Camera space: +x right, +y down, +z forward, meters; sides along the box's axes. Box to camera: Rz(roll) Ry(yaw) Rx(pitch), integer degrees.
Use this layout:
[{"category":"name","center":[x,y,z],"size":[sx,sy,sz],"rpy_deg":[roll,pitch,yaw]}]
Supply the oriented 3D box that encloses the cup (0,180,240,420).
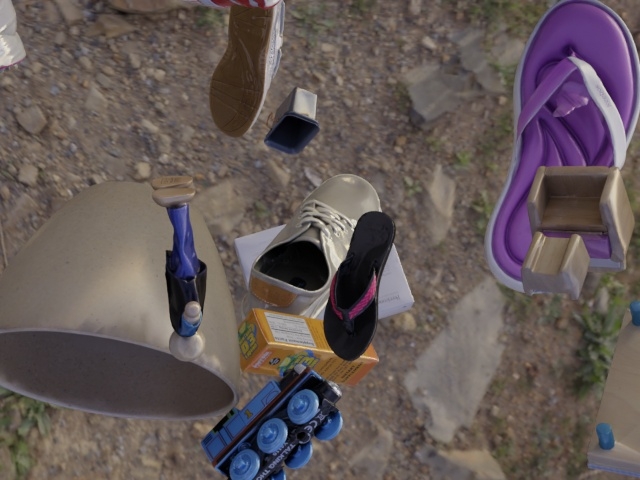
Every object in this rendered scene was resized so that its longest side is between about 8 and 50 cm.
[{"category":"cup","center":[-0.248,0.067,1.132],"size":[0.331,0.331,0.236],"rpy_deg":[26,58,-31]}]

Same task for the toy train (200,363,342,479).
[{"category":"toy train","center":[-0.056,0.226,1.080],"size":[0.184,0.105,0.080],"rpy_deg":[-46,131,1]}]

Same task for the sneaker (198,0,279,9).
[{"category":"sneaker","center":[-0.063,-0.177,0.537],"size":[0.118,0.067,0.042],"rpy_deg":[34,72,-62]}]

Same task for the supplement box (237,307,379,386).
[{"category":"supplement box","center":[-0.024,0.169,1.400],"size":[0.234,0.080,0.078],"rpy_deg":[15,127,-37]}]

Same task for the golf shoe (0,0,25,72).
[{"category":"golf shoe","center":[-0.449,-0.237,0.989],"size":[0.115,0.306,0.140],"rpy_deg":[12,115,13]}]

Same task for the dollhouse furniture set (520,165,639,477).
[{"category":"dollhouse furniture set","center":[0.284,0.115,0.678],"size":[0.303,0.287,0.198],"rpy_deg":[-62,141,-36]}]

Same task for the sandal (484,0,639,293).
[{"category":"sandal","center":[0.325,-0.133,1.167],"size":[0.170,0.102,0.416],"rpy_deg":[12,80,10]}]

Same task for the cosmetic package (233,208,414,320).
[{"category":"cosmetic package","center":[0.006,0.086,2.217],"size":[0.378,0.097,0.284],"rpy_deg":[-16,72,-6]}]

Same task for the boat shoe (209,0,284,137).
[{"category":"boat shoe","center":[-0.105,-0.295,1.452],"size":[0.096,0.098,0.277],"rpy_deg":[-46,161,-52]}]

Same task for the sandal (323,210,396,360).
[{"category":"sandal","center":[0.040,0.050,1.043],"size":[0.040,0.067,0.179],"rpy_deg":[20,84,-66]}]

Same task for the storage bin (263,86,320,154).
[{"category":"storage bin","center":[-0.062,-0.261,1.909],"size":[0.098,0.135,0.091],"rpy_deg":[19,59,-20]}]

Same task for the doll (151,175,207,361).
[{"category":"doll","center":[-0.135,0.033,0.884],"size":[0.046,0.129,0.188],"rpy_deg":[-6,112,-9]}]

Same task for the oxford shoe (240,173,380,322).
[{"category":"oxford shoe","center":[0.000,0.000,1.586],"size":[0.449,0.169,0.130],"rpy_deg":[-54,160,-47]}]

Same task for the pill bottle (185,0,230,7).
[{"category":"pill bottle","center":[-0.224,-0.560,1.834],"size":[0.161,0.283,0.160],"rpy_deg":[2,100,13]}]
